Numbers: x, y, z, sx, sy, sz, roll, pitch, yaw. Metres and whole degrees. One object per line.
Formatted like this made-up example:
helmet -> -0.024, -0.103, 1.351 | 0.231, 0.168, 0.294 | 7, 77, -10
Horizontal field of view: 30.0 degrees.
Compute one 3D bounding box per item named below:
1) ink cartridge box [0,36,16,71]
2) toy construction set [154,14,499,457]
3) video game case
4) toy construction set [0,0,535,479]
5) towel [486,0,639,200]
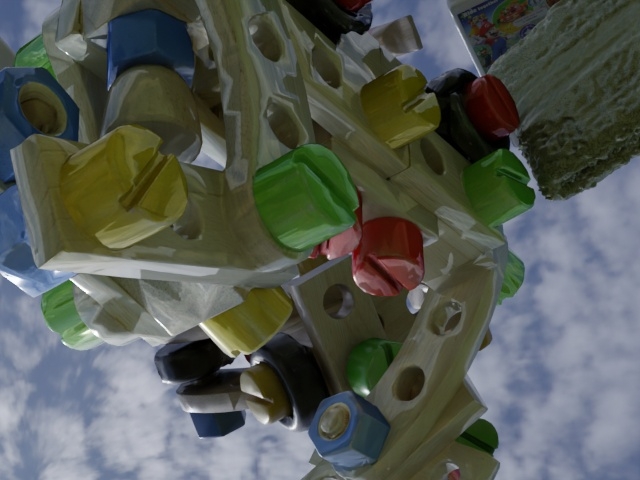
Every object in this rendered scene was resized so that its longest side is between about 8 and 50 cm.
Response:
ink cartridge box -> -0.314, -0.141, 0.855 | 0.117, 0.201, 0.278 | -46, -128, -7
toy construction set -> 0.034, 0.008, 0.772 | 0.257, 0.237, 0.309 | 1, -90, -20
video game case -> 0.133, -0.112, 0.690 | 0.087, 0.122, 0.011 | -24, -134, 12
toy construction set -> 0.000, 0.000, 0.471 | 0.151, 0.328, 0.215 | -17, -131, 20
towel -> 0.145, -0.089, 0.539 | 0.148, 0.110, 0.027 | -39, -54, 18
